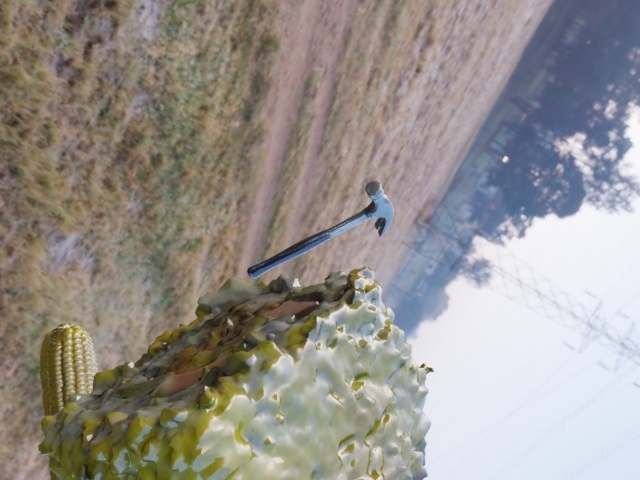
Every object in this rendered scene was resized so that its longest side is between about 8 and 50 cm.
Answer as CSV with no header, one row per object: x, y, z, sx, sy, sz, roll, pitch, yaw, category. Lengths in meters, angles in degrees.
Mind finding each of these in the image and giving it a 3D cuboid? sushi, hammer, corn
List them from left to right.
-0.508,0.343,1.448,0.120,0.120,0.363,102,-23,-68,corn
-0.085,0.195,0.770,0.351,0.240,0.396,-13,-165,44,sushi
0.000,0.000,1.094,0.246,0.029,0.103,-29,141,6,hammer
